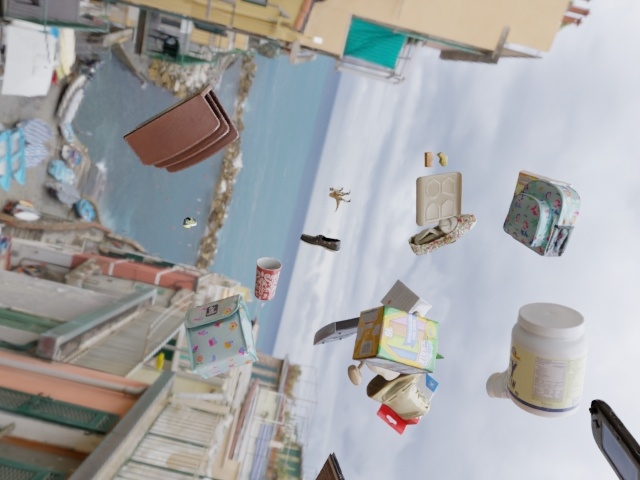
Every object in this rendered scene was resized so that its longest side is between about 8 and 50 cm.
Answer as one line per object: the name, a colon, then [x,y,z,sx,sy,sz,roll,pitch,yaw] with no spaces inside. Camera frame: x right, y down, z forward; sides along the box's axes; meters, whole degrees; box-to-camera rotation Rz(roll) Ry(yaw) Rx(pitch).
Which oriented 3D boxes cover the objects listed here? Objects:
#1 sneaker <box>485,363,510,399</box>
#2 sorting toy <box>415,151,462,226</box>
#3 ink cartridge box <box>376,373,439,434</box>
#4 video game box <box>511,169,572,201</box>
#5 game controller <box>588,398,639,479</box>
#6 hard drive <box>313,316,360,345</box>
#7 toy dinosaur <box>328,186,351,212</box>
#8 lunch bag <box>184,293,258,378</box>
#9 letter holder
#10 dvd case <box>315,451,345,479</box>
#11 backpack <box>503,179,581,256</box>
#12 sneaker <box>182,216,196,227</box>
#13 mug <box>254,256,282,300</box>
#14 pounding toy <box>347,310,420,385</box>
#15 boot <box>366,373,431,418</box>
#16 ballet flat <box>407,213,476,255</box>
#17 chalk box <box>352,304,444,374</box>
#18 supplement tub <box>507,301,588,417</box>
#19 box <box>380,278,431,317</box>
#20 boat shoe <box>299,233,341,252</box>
sneaker: [0.784,0.517,1.990,0.305,0.114,0.152,-36,-168,-26]
sorting toy: [0.497,-0.224,2.163,0.041,0.229,0.306,26,-58,61]
ink cartridge box: [0.324,0.586,1.905,0.231,0.134,0.078,-51,-176,-31]
video game box: [0.886,-0.169,2.077,0.048,0.205,0.186,-22,127,-42]
game controller: [0.800,0.572,1.353,0.319,0.067,0.166,-88,174,-68]
hard drive: [0.076,0.367,2.080,0.254,0.172,0.054,132,-54,-60]
toy dinosaur: [0.083,-0.188,2.198,0.183,0.093,0.053,69,22,-60]
lunch bag: [-0.365,0.333,1.859,0.160,0.224,0.262,64,8,-62]
letter holder: [-0.453,-0.345,1.722,0.214,0.302,0.152,59,13,-24]
dvd case: [0.026,0.709,1.388,0.164,0.018,0.221,61,-40,46]
backpack: [0.795,-0.091,1.839,0.225,0.191,0.253,-125,-132,-59]
sneaker: [-0.478,-0.071,1.885,0.083,0.031,0.035,-57,157,-70]
mug: [-0.228,0.172,2.312,0.150,0.113,0.169,-14,126,-43]
pounding toy: [0.174,0.287,1.462,0.154,0.270,0.155,61,-7,-32]
boot: [0.311,0.482,1.702,0.262,0.203,0.095,-42,-156,17]
ballet flat: [0.386,-0.023,1.661,0.241,0.077,0.091,-34,-144,31]
chalk box: [0.210,0.259,1.294,0.132,0.213,0.131,-33,-138,61]
supplement tub: [0.756,0.394,1.715,0.235,0.236,0.324,-83,170,-72]
box: [0.360,0.268,2.173,0.130,0.091,0.170,-52,-146,6]
boat shoe: [0.001,-0.001,1.595,0.049,0.133,0.041,-42,146,-64]
